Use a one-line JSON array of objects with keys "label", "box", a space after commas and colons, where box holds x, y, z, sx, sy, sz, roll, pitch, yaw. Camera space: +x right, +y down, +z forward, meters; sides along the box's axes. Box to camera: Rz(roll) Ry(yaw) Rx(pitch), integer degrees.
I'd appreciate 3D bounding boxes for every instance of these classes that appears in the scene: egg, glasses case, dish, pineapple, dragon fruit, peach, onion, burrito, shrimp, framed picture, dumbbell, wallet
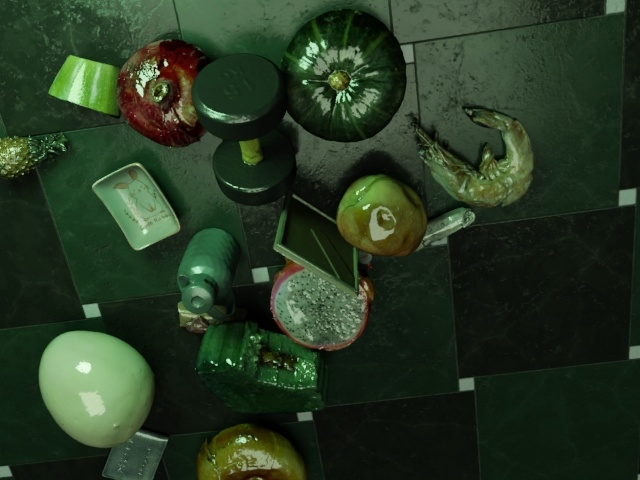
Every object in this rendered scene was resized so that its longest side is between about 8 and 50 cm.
[{"label": "egg", "box": [-0.621, 0.402, 1.917, 0.283, 0.283, 0.345, -37, 107, 16]}, {"label": "glasses case", "box": [-0.310, 0.240, 1.953, 0.194, 0.070, 0.102, 8, 116, -3]}, {"label": "dish", "box": [-0.467, -0.097, 1.794, 0.151, 0.077, 0.212, -24, 113, 13]}, {"label": "pineapple", "box": [-0.730, -0.224, 1.734, 0.198, 0.108, 0.108, -19, 114, -4]}, {"label": "dragon fruit", "box": [0.004, 0.137, 1.849, 0.291, 0.189, 0.290, 3, 110, 7]}, {"label": "peach", "box": [0.165, -0.049, 1.740, 0.236, 0.214, 0.214, 34, 111, -23]}, {"label": "onion", "box": [-0.350, -0.337, 1.604, 0.252, 0.219, 0.251, -2, 104, -6]}, {"label": "burrito", "box": [0.312, -0.030, 1.828, 0.203, 0.064, 0.064, -26, 112, 13]}, {"label": "shrimp", "box": [0.385, -0.219, 1.735, 0.361, 0.085, 0.246, 27, 103, -15]}, {"label": "framed picture", "box": [0.000, 0.000, 1.704, 0.232, 0.315, 0.024, 32, 113, -13]}, {"label": "dumbbell", "box": [-0.165, -0.245, 1.580, 0.204, 0.203, 0.322, -3, 149, 2]}, {"label": "wallet", "box": [-0.583, 0.679, 2.178, 0.168, 0.036, 0.222, 21, 113, -9]}]

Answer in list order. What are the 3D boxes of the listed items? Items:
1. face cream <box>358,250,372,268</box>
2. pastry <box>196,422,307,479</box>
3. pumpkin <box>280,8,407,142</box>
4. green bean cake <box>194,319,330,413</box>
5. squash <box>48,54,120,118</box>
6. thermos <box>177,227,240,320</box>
[{"label": "face cream", "box": [0.118, 0.041, 1.882, 0.040, 0.021, 0.083, -24, 112, 11]}, {"label": "pastry", "box": [-0.210, 0.719, 2.130, 0.356, 0.164, 0.355, 0, 109, 0]}, {"label": "pumpkin", "box": [0.055, -0.377, 1.593, 0.301, 0.207, 0.299, 4, 108, 12]}, {"label": "green bean cake", "box": [-0.147, 0.345, 1.887, 0.308, 0.169, 0.300, -4, 141, 16]}, {"label": "squash", "box": [-0.547, -0.364, 1.632, 0.170, 0.170, 0.122, 14, 100, -6]}, {"label": "thermos", "box": [-0.283, 0.098, 1.768, 0.145, 0.286, 0.182, -33, 112, 15]}]
